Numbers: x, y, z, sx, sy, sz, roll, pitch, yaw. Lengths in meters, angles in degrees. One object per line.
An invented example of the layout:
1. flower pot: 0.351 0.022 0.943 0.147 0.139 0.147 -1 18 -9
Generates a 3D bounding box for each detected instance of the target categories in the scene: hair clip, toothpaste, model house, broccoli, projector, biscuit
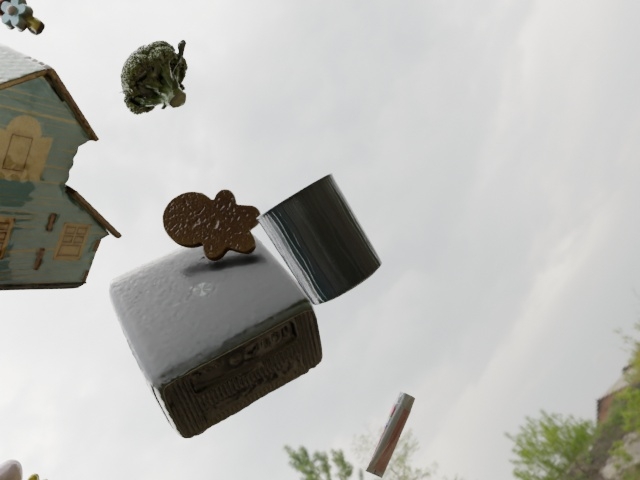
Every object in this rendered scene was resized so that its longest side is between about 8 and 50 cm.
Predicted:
1. hair clip: -0.548 -0.406 0.973 0.062 0.214 0.056 -60 -22 12
2. toothpaste: 0.163 0.445 1.335 0.067 0.043 0.194 39 -109 -38
3. model house: -0.312 -0.077 0.511 0.271 0.178 0.206 5 -69 -58
4. broccoli: -0.281 -0.276 0.996 0.131 0.120 0.130 -30 -21 -39
5. projector: -0.251 0.203 1.392 0.396 0.405 0.241 -26 -48 -21
6. biscuit: -0.263 -0.043 1.402 0.039 0.237 0.179 95 -173 -78

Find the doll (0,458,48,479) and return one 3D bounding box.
1. doll: -0.754 0.510 1.176 0.366 0.094 0.160 -6 -30 -12

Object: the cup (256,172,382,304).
1. cup: 0.008 -0.004 0.771 0.114 0.138 0.150 -30 3 27
